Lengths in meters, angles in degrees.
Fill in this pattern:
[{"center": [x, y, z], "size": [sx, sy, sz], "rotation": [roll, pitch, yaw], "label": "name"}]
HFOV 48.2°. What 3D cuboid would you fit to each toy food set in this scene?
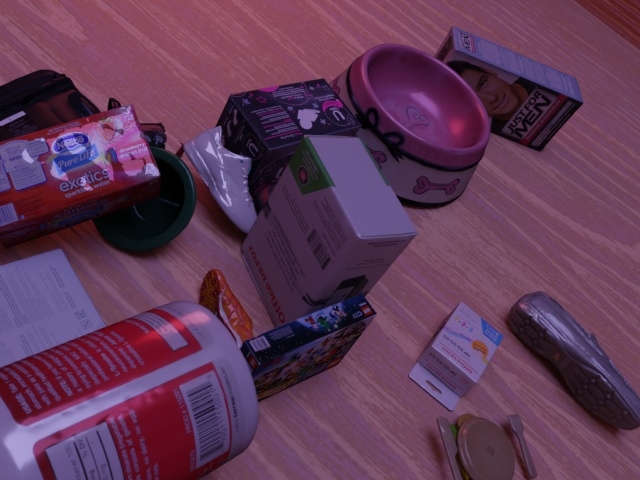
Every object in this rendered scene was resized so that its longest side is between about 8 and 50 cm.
[{"center": [0.275, 0.358, 1.213], "size": [0.192, 0.038, 0.132], "rotation": [7, 57, -31], "label": "toy food set"}]

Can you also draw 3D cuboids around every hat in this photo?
[{"center": [-0.287, -0.069, 1.277], "size": [0.208, 0.183, 0.173], "rotation": [-42, 85, -5], "label": "hat"}]

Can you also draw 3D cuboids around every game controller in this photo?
[{"center": [-0.525, -0.191, 1.234], "size": [0.166, 0.067, 0.319], "rotation": [49, 45, -4], "label": "game controller"}]

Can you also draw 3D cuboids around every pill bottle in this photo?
[{"center": [-0.295, 0.239, 0.856], "size": [0.407, 0.229, 0.229], "rotation": [-20, 64, -39], "label": "pill bottle"}]

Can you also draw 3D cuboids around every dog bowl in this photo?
[{"center": [0.206, -0.279, 1.625], "size": [0.408, 0.150, 0.408], "rotation": [17, 47, -20], "label": "dog bowl"}]

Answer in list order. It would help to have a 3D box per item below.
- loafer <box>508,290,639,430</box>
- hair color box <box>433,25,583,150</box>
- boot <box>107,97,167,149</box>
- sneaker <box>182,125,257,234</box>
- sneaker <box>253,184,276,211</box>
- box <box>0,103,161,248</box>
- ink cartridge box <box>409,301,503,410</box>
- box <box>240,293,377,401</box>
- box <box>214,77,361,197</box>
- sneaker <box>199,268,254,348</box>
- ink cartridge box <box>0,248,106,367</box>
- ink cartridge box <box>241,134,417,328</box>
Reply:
[{"center": [0.513, 0.225, 1.401], "size": [0.111, 0.112, 0.319], "rotation": [-28, 69, -33], "label": "loafer"}, {"center": [0.460, -0.386, 1.848], "size": [0.374, 0.185, 0.114], "rotation": [18, 47, -14], "label": "hair color box"}, {"center": [-0.347, -0.215, 1.352], "size": [0.099, 0.045, 0.121], "rotation": [-3, 61, -28], "label": "boot"}, {"center": [-0.155, -0.108, 1.293], "size": [0.212, 0.094, 0.080], "rotation": [56, 1, -5], "label": "sneaker"}, {"center": [0.015, -0.073, 1.367], "size": [0.276, 0.135, 0.098], "rotation": [12, 50, -19], "label": "sneaker"}, {"center": [-0.387, -0.098, 1.098], "size": [0.256, 0.122, 0.128], "rotation": [-22, 84, -17], "label": "box"}, {"center": [0.249, 0.208, 1.303], "size": [0.104, 0.062, 0.181], "rotation": [39, 45, 7], "label": "ink cartridge box"}, {"center": [-0.037, 0.175, 1.103], "size": [0.233, 0.159, 0.044], "rotation": [-18, 61, -38], "label": "box"}, {"center": [-0.073, -0.199, 1.406], "size": [0.247, 0.163, 0.142], "rotation": [-20, 67, -40], "label": "box"}, {"center": [-0.149, 0.126, 1.168], "size": [0.067, 0.064, 0.175], "rotation": [8, 51, -50], "label": "sneaker"}, {"center": [-0.425, 0.133, 1.006], "size": [0.224, 0.045, 0.223], "rotation": [-19, 63, -38], "label": "ink cartridge box"}, {"center": [0.000, 0.000, 1.186], "size": [0.121, 0.289, 0.211], "rotation": [-5, 56, -36], "label": "ink cartridge box"}]
